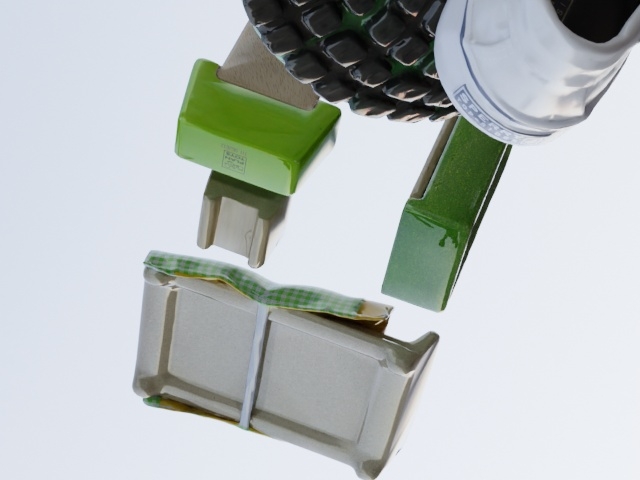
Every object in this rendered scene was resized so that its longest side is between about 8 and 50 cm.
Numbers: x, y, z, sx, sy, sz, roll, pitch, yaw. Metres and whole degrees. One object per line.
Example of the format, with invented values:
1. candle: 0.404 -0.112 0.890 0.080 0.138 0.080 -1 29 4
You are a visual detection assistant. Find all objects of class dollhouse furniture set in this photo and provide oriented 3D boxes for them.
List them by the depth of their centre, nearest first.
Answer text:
1. dollhouse furniture set: 0.000 0.000 1.148 0.302 0.197 0.151 103 -171 -50

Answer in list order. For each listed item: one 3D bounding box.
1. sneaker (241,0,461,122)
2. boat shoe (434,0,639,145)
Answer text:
1. sneaker: -0.012 -0.182 0.773 0.343 0.134 0.146 37 -154 -30
2. boat shoe: 0.125 -0.154 0.668 0.095 0.084 0.258 25 -115 -13
